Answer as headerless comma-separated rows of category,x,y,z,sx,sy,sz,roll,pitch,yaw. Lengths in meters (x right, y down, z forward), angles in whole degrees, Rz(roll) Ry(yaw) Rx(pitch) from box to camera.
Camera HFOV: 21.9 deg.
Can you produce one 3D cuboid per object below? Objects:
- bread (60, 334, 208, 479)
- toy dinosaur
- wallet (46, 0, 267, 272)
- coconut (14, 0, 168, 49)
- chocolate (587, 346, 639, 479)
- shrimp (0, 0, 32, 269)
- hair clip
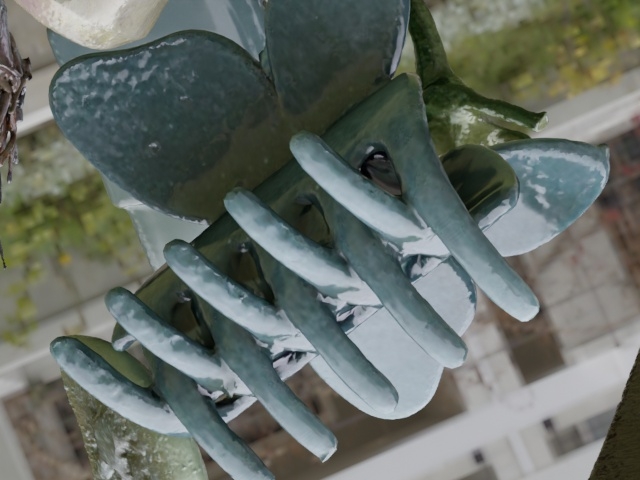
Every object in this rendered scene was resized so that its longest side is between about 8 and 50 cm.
bread,-0.129,0.163,1.204,0.112,0.193,0.036,2,-157,44
toy dinosaur,0.086,-0.122,1.674,0.087,0.300,0.447,-14,129,-61
wallet,-0.111,-0.093,1.600,0.252,0.360,0.083,-8,-153,30
coconut,-0.133,-0.184,1.000,0.124,0.110,0.110,-58,169,11
chocolate,0.274,0.158,1.228,0.111,0.112,0.321,-8,-158,25
shrimp,-0.383,-0.139,1.833,0.116,0.343,0.145,3,171,-40
hair clip,0.000,0.000,1.132,0.318,0.392,0.238,-36,-163,30
